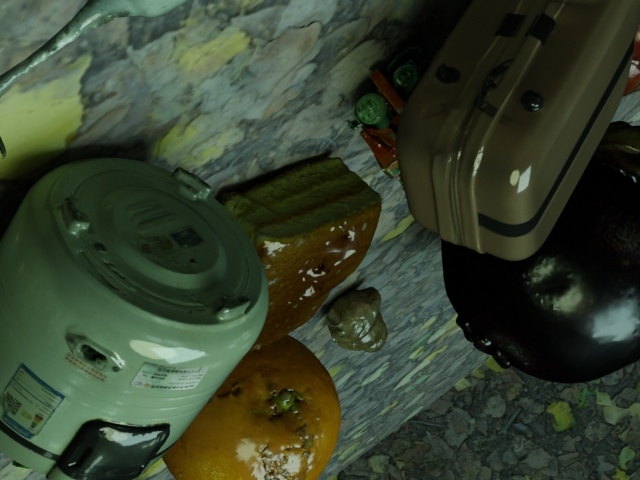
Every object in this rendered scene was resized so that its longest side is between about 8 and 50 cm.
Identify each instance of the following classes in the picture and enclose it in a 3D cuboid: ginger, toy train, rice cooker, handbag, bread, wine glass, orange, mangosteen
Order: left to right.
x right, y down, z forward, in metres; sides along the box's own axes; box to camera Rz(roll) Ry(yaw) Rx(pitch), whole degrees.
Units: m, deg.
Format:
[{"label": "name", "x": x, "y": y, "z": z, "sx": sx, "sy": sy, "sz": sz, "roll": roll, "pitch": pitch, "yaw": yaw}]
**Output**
[{"label": "rice cooker", "x": -0.172, "y": 0.072, "z": 0.807, "sx": 0.226, "sy": 0.226, "sz": 0.244, "roll": -10, "pitch": 146, "yaw": -55}, {"label": "wine glass", "x": -0.120, "y": -0.160, "z": 0.618, "sx": 0.262, "sy": 0.074, "sz": 0.074, "roll": -39, "pitch": 161, "yaw": -3}, {"label": "orange", "x": -0.097, "y": 0.234, "z": 1.297, "sx": 0.246, "sy": 0.246, "sz": 0.246, "roll": -34, "pitch": 161, "yaw": -14}, {"label": "bread", "x": -0.054, "y": 0.030, "z": 1.103, "sx": 0.184, "sy": 0.110, "sz": 0.234, "roll": -21, "pitch": 155, "yaw": -41}, {"label": "ginger", "x": 0.066, "y": 0.138, "z": 1.619, "sx": 0.104, "sy": 0.080, "sz": 0.204, "roll": -43, "pitch": 160, "yaw": -7}, {"label": "toy train", "x": 0.087, "y": -0.134, "z": 1.053, "sx": 0.118, "sy": 0.074, "sz": 0.176, "roll": -39, "pitch": 164, "yaw": 11}, {"label": "handbag", "x": 0.203, "y": -0.119, "z": 0.997, "sx": 0.302, "sy": 0.149, "sz": 0.283, "roll": -58, "pitch": 158, "yaw": -26}, {"label": "mangosteen", "x": 0.389, "y": 0.006, "z": 1.496, "sx": 0.435, "sy": 0.382, "sz": 0.382, "roll": -47, "pitch": 161, "yaw": -3}]

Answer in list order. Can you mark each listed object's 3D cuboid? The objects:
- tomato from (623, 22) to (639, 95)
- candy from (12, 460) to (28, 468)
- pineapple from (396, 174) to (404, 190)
[{"label": "tomato", "x": 0.468, "y": -0.280, "z": 1.409, "sx": 0.225, "sy": 0.085, "sz": 0.225, "roll": -37, "pitch": 164, "yaw": -13}, {"label": "candy", "x": -0.292, "y": 0.228, "z": 1.234, "sx": 0.178, "sy": 0.032, "sz": 0.102, "roll": -41, "pitch": 161, "yaw": 6}, {"label": "pineapple", "x": 0.193, "y": -0.074, "z": 1.258, "sx": 0.250, "sy": 0.164, "sz": 0.140, "roll": -27, "pitch": 166, "yaw": -39}]
